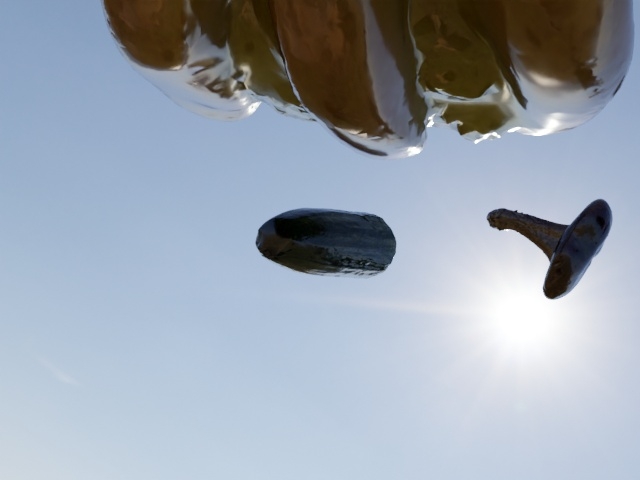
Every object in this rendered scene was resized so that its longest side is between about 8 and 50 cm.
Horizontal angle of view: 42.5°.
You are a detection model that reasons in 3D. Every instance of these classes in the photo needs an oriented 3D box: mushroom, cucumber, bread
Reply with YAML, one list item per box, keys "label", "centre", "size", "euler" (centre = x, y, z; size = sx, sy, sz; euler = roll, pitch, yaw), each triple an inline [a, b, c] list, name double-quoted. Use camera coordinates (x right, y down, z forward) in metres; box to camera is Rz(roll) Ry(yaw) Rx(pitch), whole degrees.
- label: "mushroom"
  centre: [0.437, -0.023, 1.607]
  size: [0.217, 0.227, 0.148]
  euler: [33, -22, 21]
- label: "cucumber"
  centre: [0.000, 0.000, 0.540]
  size: [0.048, 0.048, 0.105]
  euler: [3, -2, 42]
- label: "bread"
  centre: [0.022, -0.141, 0.427]
  size: [0.270, 0.211, 0.316]
  euler: [23, 11, -1]
